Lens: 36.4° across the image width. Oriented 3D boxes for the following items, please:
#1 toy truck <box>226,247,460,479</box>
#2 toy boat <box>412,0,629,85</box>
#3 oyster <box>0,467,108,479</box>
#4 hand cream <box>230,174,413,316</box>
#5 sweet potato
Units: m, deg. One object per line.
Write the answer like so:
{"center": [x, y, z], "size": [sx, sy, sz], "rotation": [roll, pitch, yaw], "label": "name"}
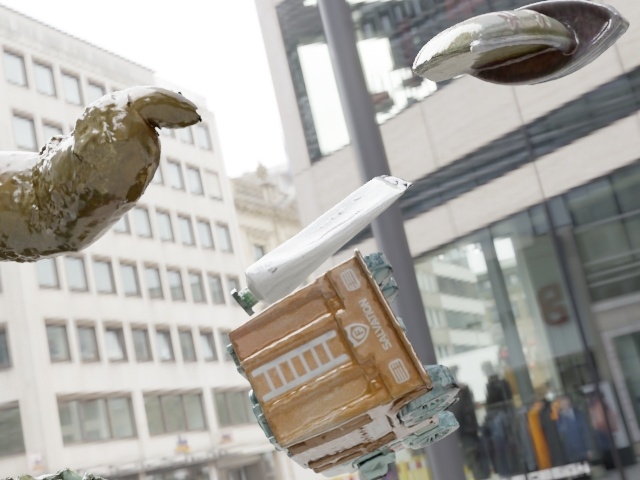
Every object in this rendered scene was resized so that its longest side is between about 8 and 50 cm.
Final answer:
{"center": [0.024, 0.133, 0.873], "size": [0.162, 0.136, 0.305], "rotation": [-27, -21, -2], "label": "toy truck"}
{"center": [0.243, -0.271, 1.344], "size": [0.294, 0.111, 0.276], "rotation": [-7, 0, -28], "label": "toy boat"}
{"center": [-0.212, 0.318, 0.885], "size": [0.268, 0.198, 0.112], "rotation": [33, 0, -28], "label": "oyster"}
{"center": [0.000, 0.000, 1.583], "size": [0.336, 0.076, 0.121], "rotation": [-39, 24, -4], "label": "hand cream"}
{"center": [-0.229, -0.033, 0.735], "size": [0.310, 0.098, 0.124], "rotation": [-13, -32, 9], "label": "sweet potato"}
